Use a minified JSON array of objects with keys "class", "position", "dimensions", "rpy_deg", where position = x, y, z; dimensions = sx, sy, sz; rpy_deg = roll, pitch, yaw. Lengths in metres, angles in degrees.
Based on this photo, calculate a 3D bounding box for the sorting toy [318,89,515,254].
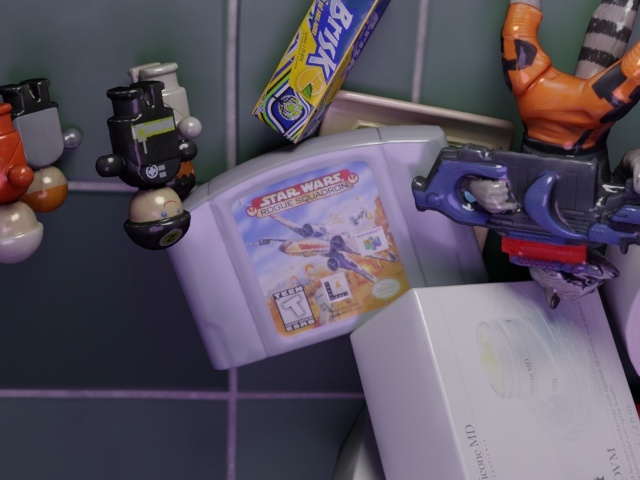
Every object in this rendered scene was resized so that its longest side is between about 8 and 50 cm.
[{"class":"sorting toy","position":[0.083,-0.040,1.368],"dimensions":[0.193,0.038,0.208],"rpy_deg":[10,116,-7]}]

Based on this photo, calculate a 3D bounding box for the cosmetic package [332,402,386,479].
[{"class":"cosmetic package","position":[0.137,0.344,1.350],"dimensions":[0.284,0.377,0.097],"rpy_deg":[26,116,-3]}]

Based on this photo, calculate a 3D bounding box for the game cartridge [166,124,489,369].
[{"class":"game cartridge","position":[0.000,0.000,1.337],"dimensions":[0.297,0.062,0.198],"rpy_deg":[-18,116,5]}]

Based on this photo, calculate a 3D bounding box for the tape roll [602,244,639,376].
[{"class":"tape roll","position":[0.433,0.040,1.355],"dimensions":[0.286,0.100,0.286],"rpy_deg":[-3,128,-4]}]

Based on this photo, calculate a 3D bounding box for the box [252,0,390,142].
[{"class":"box","position":[0.004,-0.179,1.278],"dimensions":[0.054,0.059,0.169],"rpy_deg":[34,112,8]}]

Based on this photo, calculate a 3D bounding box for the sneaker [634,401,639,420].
[{"class":"sneaker","position":[0.362,0.191,1.483],"dimensions":[0.221,0.087,0.128],"rpy_deg":[23,71,10]}]

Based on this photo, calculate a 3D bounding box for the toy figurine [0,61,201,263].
[{"class":"toy figurine","position":[-0.214,-0.072,1.247],"dimensions":[0.213,0.209,0.148],"rpy_deg":[-8,105,2]}]

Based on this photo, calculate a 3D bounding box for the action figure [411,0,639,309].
[{"class":"action figure","position":[0.276,-0.089,1.245],"dimensions":[0.341,0.178,0.330],"rpy_deg":[17,110,19]}]

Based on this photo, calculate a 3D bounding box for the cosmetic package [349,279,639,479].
[{"class":"cosmetic package","position":[0.176,0.165,1.314],"dimensions":[0.224,0.224,0.138],"rpy_deg":[-4,158,-29]}]
